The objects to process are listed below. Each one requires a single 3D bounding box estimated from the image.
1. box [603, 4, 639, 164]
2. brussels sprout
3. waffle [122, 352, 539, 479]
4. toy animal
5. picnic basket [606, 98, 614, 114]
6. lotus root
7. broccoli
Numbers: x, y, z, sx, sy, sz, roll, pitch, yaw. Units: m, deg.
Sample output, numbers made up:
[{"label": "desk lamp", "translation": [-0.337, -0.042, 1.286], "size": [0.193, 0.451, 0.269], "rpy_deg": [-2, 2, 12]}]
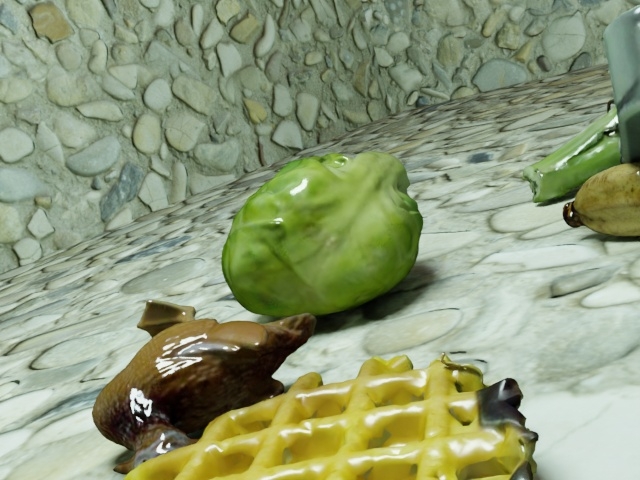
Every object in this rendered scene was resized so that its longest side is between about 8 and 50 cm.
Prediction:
[{"label": "box", "translation": [0.452, -0.144, 0.651], "size": [0.397, 0.111, 0.396], "rpy_deg": [-12, -9, 23]}, {"label": "brussels sprout", "translation": [0.000, 0.000, 0.795], "size": [0.223, 0.161, 0.223], "rpy_deg": [-26, -9, -5]}, {"label": "waffle", "translation": [-0.012, 0.141, 0.372], "size": [0.307, 0.060, 0.312], "rpy_deg": [-23, 13, -18]}, {"label": "toy animal", "translation": [-0.081, 0.107, 0.589], "size": [0.188, 0.089, 0.179], "rpy_deg": [-19, 25, -9]}, {"label": "picnic basket", "translation": [0.421, -0.158, 1.080], "size": [0.072, 0.083, 0.072], "rpy_deg": [-17, 11, 3]}, {"label": "lotus root", "translation": [0.300, -0.040, 0.727], "size": [0.152, 0.072, 0.063], "rpy_deg": [-4, 25, 46]}, {"label": "broccoli", "translation": [0.391, -0.132, 0.948], "size": [0.304, 0.145, 0.165], "rpy_deg": [-27, 2, 8]}]
